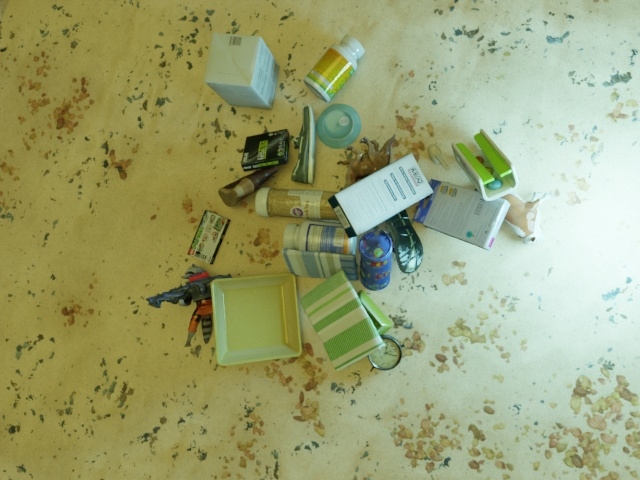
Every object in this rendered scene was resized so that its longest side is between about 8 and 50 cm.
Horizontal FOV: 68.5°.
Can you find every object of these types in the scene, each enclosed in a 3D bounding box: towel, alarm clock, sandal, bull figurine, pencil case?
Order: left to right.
[{"bbox_3d":[0.002,0.092,1.812,0.285,0.209,0.034,3,61,12],"label":"towel"},{"bbox_3d":[0.077,0.311,1.804,0.248,0.038,0.324,-37,75,28],"label":"towel"},{"bbox_3d":[0.197,0.076,1.719,0.120,0.306,0.133,-25,62,-8],"label":"pencil case"},{"bbox_3d":[0.263,0.420,1.796,0.192,0.064,0.129,-18,93,5],"label":"alarm clock"},{"bbox_3d":[0.308,-0.012,1.811,0.120,0.086,0.302,-3,65,-24],"label":"sandal"},{"bbox_3d":[0.721,-0.129,1.724,0.310,0.101,0.188,40,91,10],"label":"bull figurine"}]

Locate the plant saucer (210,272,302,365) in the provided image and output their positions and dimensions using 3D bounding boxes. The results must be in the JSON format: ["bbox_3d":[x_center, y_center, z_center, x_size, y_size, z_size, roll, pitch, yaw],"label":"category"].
[{"bbox_3d":[-0.255,0.306,1.859,0.333,0.081,0.332,-4,85,-15],"label":"plant saucer"}]

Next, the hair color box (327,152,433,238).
[{"bbox_3d":[0.220,-0.165,1.732,0.347,0.105,0.173,-29,92,-15],"label":"hair color box"}]

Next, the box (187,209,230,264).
[{"bbox_3d":[-0.473,-0.014,1.991,0.114,0.036,0.206,23,91,12],"label":"box"}]

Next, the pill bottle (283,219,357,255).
[{"bbox_3d":[0.000,0.000,1.836,0.272,0.152,0.152,5,88,12],"label":"pill bottle"}]

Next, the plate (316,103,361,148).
[{"bbox_3d":[0.072,-0.469,1.915,0.188,0.024,0.188,-1,86,12],"label":"plate"}]

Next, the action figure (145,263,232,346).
[{"bbox_3d":[-0.520,0.263,1.919,0.342,0.178,0.329,-7,79,-14],"label":"action figure"}]

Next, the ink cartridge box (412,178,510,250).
[{"bbox_3d":[0.513,-0.102,1.739,0.311,0.065,0.185,26,94,37],"label":"ink cartridge box"}]

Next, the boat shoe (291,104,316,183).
[{"bbox_3d":[-0.072,-0.388,1.894,0.099,0.116,0.319,1,92,8],"label":"boat shoe"}]

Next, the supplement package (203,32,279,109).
[{"bbox_3d":[-0.306,-0.670,1.882,0.200,0.263,0.197,10,88,12],"label":"supplement package"}]

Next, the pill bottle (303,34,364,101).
[{"bbox_3d":[0.059,-0.689,1.874,0.136,0.136,0.245,42,95,11],"label":"pill bottle"}]

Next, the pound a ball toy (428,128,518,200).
[{"bbox_3d":[0.547,-0.265,1.709,0.208,0.135,0.319,-26,39,10],"label":"pound a ball toy"}]

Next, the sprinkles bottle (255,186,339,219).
[{"bbox_3d":[-0.076,-0.146,1.876,0.356,0.121,0.121,4,87,11],"label":"sprinkles bottle"}]

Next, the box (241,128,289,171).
[{"bbox_3d":[-0.222,-0.368,1.908,0.184,0.045,0.190,-7,48,9],"label":"box"}]

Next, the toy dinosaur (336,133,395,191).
[{"bbox_3d":[0.189,-0.282,1.832,0.296,0.127,0.200,-32,81,4],"label":"toy dinosaur"}]

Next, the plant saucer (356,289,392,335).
[{"bbox_3d":[0.152,0.324,1.839,0.188,0.045,0.188,-42,80,7],"label":"plant saucer"}]

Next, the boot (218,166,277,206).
[{"bbox_3d":[-0.298,-0.228,1.933,0.207,0.248,0.090,-37,106,-27],"label":"boot"}]
